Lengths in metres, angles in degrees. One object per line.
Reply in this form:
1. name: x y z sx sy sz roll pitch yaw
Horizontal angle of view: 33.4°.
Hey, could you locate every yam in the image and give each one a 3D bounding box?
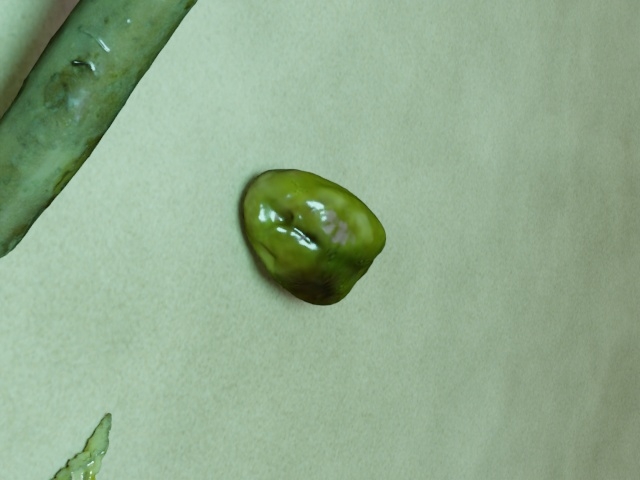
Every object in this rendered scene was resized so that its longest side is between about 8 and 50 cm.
1. yam: -0.151 -0.122 0.721 0.317 0.067 0.071 -52 153 11

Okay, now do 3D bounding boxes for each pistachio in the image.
1. pistachio: 0.004 0.000 1.034 0.189 0.110 0.100 44 29 -48

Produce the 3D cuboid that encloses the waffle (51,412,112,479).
1. waffle: -0.227 0.216 0.819 0.125 0.032 0.191 29 71 -50
